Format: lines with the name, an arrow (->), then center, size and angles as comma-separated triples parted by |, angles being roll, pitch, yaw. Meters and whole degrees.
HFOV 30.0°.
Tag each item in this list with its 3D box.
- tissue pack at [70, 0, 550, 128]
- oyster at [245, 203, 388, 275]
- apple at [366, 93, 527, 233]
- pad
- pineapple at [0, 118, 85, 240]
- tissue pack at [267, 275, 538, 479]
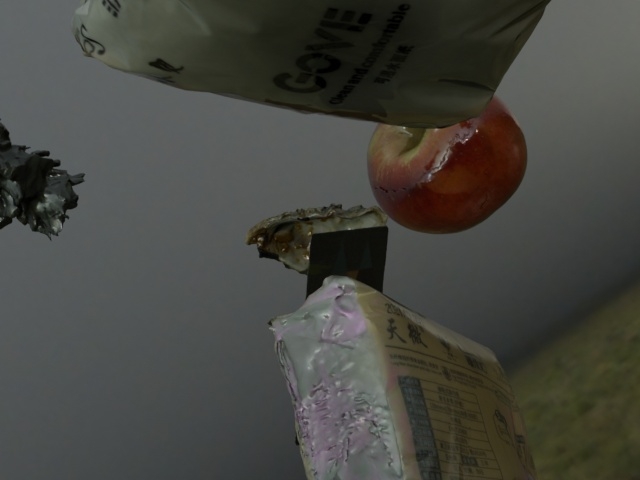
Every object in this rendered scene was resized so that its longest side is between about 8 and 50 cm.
tissue pack -> 0.018, -0.230, 0.925 | 0.390, 0.195, 0.375 | 6, -26, -14
oyster -> -0.007, -0.006, 1.317 | 0.148, 0.051, 0.103 | 6, -54, -15
apple -> 0.204, -0.128, 1.926 | 0.206, 0.251, 0.272 | 33, -48, -31
pad -> 0.023, 0.093, 1.210 | 0.003, 0.211, 0.143 | 10, 10, 35
pineapple -> -0.424, -0.129, 1.301 | 0.202, 0.362, 0.202 | -53, 15, 20
tissue pack -> 0.082, 0.160, 0.942 | 0.123, 0.215, 0.256 | -27, -30, 21
